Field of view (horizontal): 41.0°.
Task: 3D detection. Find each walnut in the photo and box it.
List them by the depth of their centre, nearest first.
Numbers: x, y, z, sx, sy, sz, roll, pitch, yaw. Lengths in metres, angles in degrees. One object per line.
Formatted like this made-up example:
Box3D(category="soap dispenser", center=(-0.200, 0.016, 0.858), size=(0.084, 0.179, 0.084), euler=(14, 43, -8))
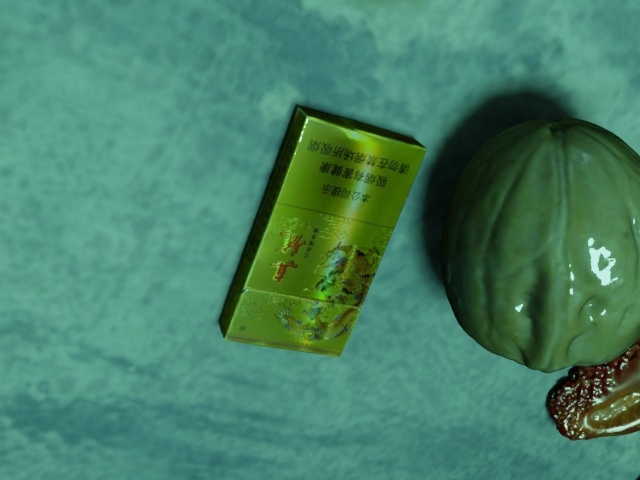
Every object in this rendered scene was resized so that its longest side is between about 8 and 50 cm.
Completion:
Box3D(category="walnut", center=(0.145, 0.006, 0.532), size=(0.140, 0.140, 0.162), euler=(-17, 135, -11))

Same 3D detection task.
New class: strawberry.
Box3D(category="strawberry", center=(0.255, 0.113, 0.677), size=(0.152, 0.048, 0.104), euler=(-35, 119, -4))

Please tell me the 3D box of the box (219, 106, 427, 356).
Box3D(category="box", center=(0.000, 0.000, 0.540), size=(0.089, 0.022, 0.156), euler=(14, 110, -25))
